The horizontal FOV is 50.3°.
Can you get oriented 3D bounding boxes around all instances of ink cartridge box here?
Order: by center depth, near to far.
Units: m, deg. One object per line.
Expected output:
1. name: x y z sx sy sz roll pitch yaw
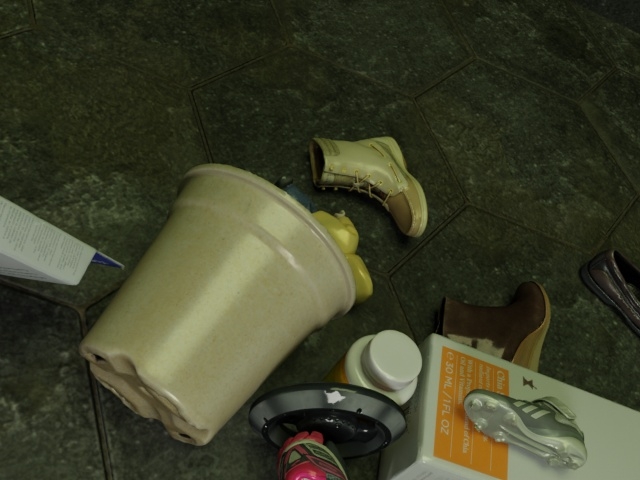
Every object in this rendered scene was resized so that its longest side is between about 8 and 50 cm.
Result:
1. ink cartridge box: -0.476 -0.009 0.866 0.324 0.330 0.071 6 71 21

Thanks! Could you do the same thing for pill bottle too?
1. pill bottle: 0.073 0.225 1.061 0.117 0.215 0.117 12 52 -16

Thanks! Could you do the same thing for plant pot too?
1. plant pot: -0.166 0.113 1.001 0.333 0.334 0.305 35 61 3

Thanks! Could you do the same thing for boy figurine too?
1. boy figurine: 0.000 0.000 1.278 0.285 0.092 0.177 46 50 11

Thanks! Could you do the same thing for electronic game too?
1. electronic game: 0.010 0.264 0.993 0.229 0.229 0.048 15 50 -14

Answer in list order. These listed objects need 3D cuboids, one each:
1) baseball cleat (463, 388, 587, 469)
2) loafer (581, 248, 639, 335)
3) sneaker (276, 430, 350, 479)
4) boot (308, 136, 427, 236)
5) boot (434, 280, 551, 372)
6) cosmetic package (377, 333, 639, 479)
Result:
1. baseball cleat: 0.307 0.267 1.032 0.206 0.072 0.109 33 35 -5
2. loafer: 0.719 0.138 1.498 0.302 0.095 0.109 41 50 8
3. sneaker: 0.023 0.411 0.915 0.120 0.112 0.299 -30 94 0
4. boot: 0.094 -0.113 1.400 0.203 0.095 0.262 -2 55 -26
5. boot: 0.333 0.147 1.319 0.206 0.090 0.248 25 53 -8
6. cosmetic package: 0.339 0.353 1.124 0.453 0.161 0.230 21 50 -10
